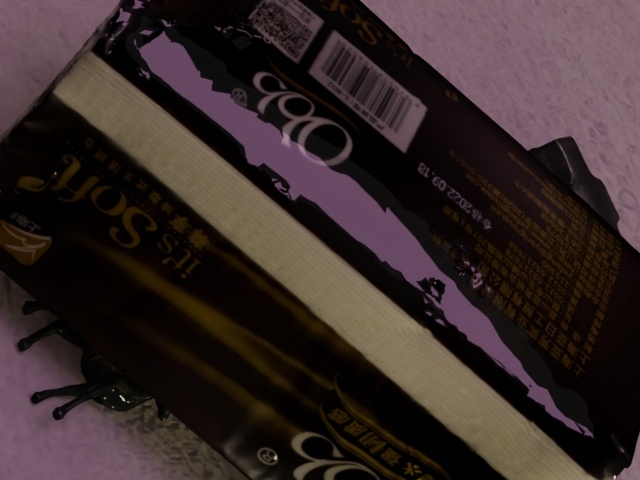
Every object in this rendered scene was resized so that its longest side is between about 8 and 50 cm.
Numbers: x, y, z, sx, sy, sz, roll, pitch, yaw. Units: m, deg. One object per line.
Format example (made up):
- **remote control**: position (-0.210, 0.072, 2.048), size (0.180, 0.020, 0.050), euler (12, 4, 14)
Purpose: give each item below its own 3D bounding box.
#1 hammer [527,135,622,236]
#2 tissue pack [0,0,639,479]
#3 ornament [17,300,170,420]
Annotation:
- **hammer**: position (0.084, -0.004, 1.292), size (0.365, 0.043, 0.111), euler (-9, 72, -45)
- **tissue pack**: position (0.000, 0.000, 1.043), size (0.370, 0.198, 0.210), euler (42, 42, -8)
- **ornament**: position (-0.113, 0.068, 1.063), size (0.125, 0.028, 0.073), euler (0, 66, -42)
